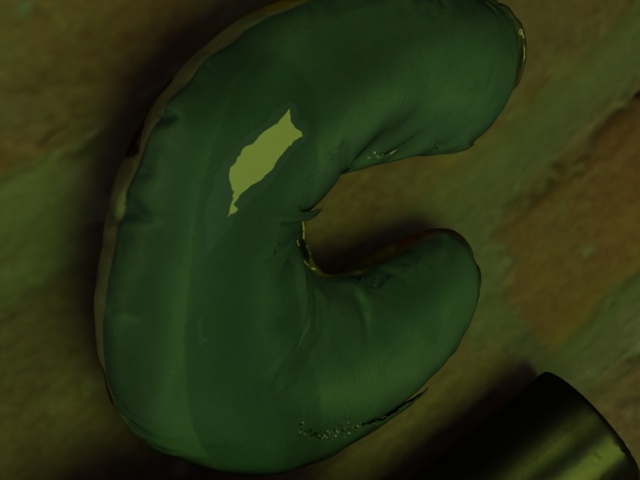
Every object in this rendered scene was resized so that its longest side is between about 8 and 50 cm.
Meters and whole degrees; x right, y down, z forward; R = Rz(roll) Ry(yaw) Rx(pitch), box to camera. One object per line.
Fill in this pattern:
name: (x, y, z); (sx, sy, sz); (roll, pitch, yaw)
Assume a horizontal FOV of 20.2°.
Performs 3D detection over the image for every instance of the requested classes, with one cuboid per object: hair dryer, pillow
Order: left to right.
pillow: (0.000, 0.000, 0.790); (0.214, 0.086, 0.233); (-13, 121, -33)
hair dryer: (0.094, 0.210, 0.965); (0.195, 0.078, 0.248); (-37, 132, -10)
